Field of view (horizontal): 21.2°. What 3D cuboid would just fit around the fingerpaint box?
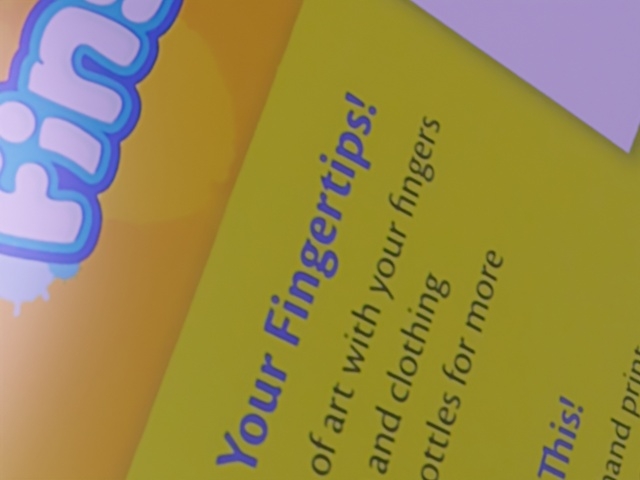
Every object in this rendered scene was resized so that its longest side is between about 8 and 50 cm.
[{"bbox_3d":[0.000,0.000,0.493,0.371,0.163,0.445,27,67,-22],"label":"fingerpaint box"}]
